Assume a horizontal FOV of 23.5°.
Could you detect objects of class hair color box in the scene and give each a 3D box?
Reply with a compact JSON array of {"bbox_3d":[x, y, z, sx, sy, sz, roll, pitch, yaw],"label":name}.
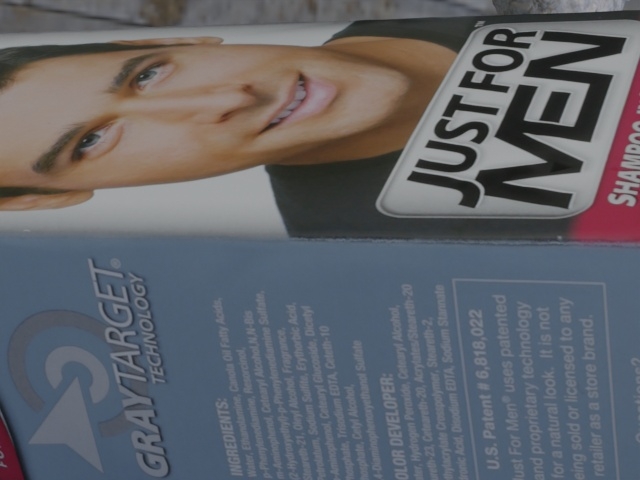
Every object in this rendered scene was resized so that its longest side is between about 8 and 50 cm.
[{"bbox_3d":[0.000,0.000,0.582,0.185,0.374,0.114,-59,144,-55],"label":"hair color box"}]

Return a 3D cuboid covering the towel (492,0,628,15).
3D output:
[{"bbox_3d":[0.121,-0.219,0.736,0.187,0.049,0.282,60,39,-28],"label":"towel"}]
